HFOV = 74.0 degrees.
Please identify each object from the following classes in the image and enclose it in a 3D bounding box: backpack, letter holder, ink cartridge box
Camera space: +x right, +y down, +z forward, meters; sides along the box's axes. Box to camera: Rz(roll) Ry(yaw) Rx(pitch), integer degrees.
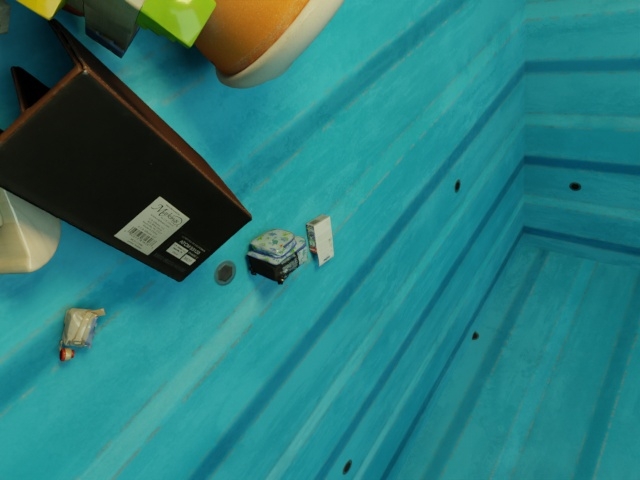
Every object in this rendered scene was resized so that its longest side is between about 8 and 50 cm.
[{"bbox_3d":[-0.085,0.024,0.900,0.114,0.105,0.084,-33,127,-43],"label":"backpack"},{"bbox_3d":[-0.273,-0.112,0.584,0.152,0.214,0.302,-42,143,1],"label":"letter holder"},{"bbox_3d":[0.000,0.000,1.059,0.063,0.029,0.114,-34,128,-40],"label":"ink cartridge box"}]

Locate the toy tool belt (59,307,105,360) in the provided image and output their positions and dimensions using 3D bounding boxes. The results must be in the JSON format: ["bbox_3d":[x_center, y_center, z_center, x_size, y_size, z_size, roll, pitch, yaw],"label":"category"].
[{"bbox_3d":[-0.361,0.143,0.648,0.051,0.052,0.083,10,96,-44],"label":"toy tool belt"}]

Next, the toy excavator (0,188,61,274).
[{"bbox_3d":[-0.429,0.116,0.332,0.433,0.223,0.444,19,70,-69],"label":"toy excavator"}]

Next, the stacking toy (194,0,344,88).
[{"bbox_3d":[-0.188,-0.447,0.494,0.480,0.351,0.350,27,81,-36],"label":"stacking toy"}]

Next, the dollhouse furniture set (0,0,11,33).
[{"bbox_3d":[-0.397,-0.170,0.410,0.129,0.129,0.183,-49,-176,36],"label":"dollhouse furniture set"}]

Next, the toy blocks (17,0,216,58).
[{"bbox_3d":[-0.297,-0.320,0.398,0.382,0.261,0.190,30,87,-30],"label":"toy blocks"}]
